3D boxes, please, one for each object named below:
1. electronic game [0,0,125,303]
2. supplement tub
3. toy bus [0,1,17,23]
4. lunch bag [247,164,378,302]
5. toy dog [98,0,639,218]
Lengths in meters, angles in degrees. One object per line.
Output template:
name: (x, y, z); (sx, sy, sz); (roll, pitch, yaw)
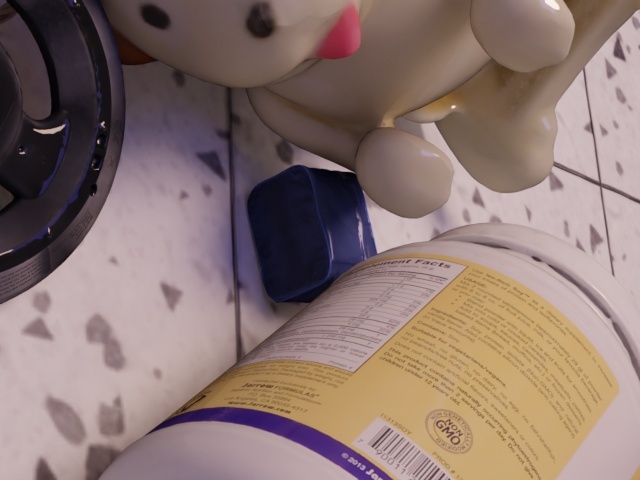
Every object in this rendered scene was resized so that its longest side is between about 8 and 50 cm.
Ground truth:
electronic game: (-0.200, -0.074, 0.675); (0.229, 0.048, 0.229); (-2, 93, -43)
supplement tub: (0.047, 0.144, 0.743); (0.331, 0.241, 0.241); (-36, 102, -50)
toy bus: (-0.237, -0.232, 0.687); (0.191, 0.202, 0.104); (-4, 44, -42)
lunch bag: (0.000, 0.000, 0.887); (0.065, 0.067, 0.098); (1, 73, -48)
toy dog: (0.023, -0.211, 0.847); (0.408, 0.284, 0.395); (-12, 67, -50)
